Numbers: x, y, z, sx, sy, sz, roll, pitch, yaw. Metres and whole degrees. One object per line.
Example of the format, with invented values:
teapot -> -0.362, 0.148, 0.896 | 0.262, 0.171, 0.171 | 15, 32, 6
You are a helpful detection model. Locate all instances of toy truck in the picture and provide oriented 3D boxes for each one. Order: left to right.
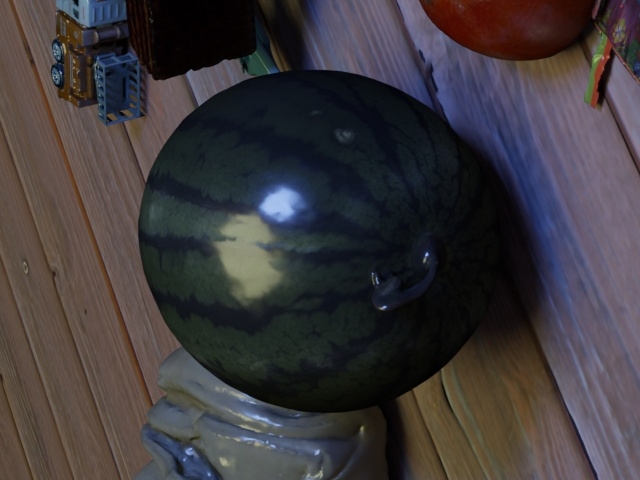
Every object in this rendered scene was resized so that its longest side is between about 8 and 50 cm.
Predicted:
toy truck -> -0.264, -0.240, 1.998 | 0.115, 0.080, 0.178 | 38, 136, 45

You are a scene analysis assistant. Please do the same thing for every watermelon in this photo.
watermelon -> 0.000, 0.000, 1.367 | 0.359, 0.279, 0.279 | 12, 113, 59

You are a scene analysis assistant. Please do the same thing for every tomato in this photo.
tomato -> 0.123, -0.241, 1.223 | 0.225, 0.085, 0.225 | 173, 90, -67

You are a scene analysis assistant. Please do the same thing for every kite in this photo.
kite -> 0.210, -0.157, 1.174 | 0.190, 0.010, 0.159 | 63, 150, 33

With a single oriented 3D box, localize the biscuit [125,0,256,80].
biscuit -> -0.123, -0.319, 1.453 | 0.073, 0.107, 0.388 | 50, 151, 46

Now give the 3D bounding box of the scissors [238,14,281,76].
scissors -> -0.076, -0.197, 1.642 | 0.393, 0.032, 0.180 | 57, 163, 20

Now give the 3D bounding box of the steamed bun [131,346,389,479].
steamed bun -> -0.079, 0.232, 1.690 | 0.310, 0.219, 0.324 | 54, 146, 37
